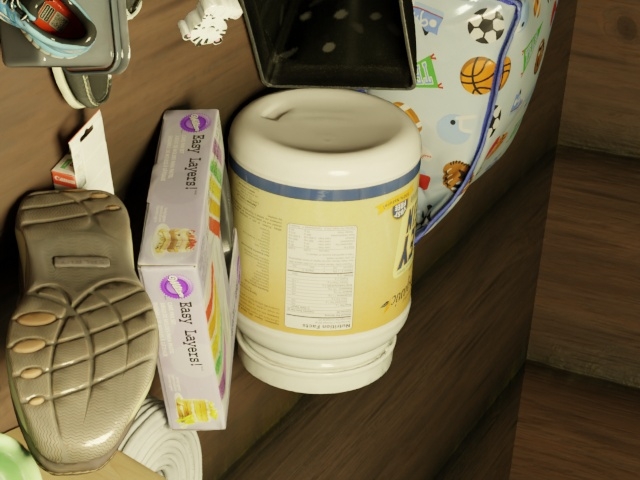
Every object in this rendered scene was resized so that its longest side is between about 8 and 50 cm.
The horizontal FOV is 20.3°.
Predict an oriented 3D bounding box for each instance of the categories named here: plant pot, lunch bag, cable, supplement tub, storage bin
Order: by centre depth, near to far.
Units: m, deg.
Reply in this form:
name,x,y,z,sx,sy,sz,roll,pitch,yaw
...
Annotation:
name,x,y,z,sx,sy,sz,roll,pitch,yaw
storage bin,-0.235,-0.208,1.555,0.091,0.098,0.135,-12,102,-48
cable,-0.215,0.292,1.937,0.257,0.089,0.257,-3,105,-70
plant pot,0.023,-0.299,2.087,0.187,0.188,0.167,75,23,-53
supplement tub,0.000,0.000,2.131,0.228,0.228,0.316,-47,145,-55
lunch bag,0.168,-0.210,2.436,0.328,0.239,0.386,-46,149,-59

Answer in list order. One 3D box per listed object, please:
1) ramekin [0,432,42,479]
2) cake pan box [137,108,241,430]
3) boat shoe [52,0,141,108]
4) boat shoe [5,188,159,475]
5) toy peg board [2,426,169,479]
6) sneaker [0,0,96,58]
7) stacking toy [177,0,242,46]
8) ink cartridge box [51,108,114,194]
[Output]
name,x,y,z,sx,sy,sz,roll,pitch,yaw
ramekin,-0.361,0.284,1.442,0.303,0.148,0.303,14,90,-70
cake pan box,-0.135,0.028,1.907,0.267,0.070,0.246,-87,175,-49
boat shoe,-0.204,-0.225,1.647,0.084,0.079,0.233,-48,148,-58
boat shoe,-0.212,0.093,1.591,0.355,0.132,0.130,-97,-168,-54
toy peg board,-0.248,0.255,1.742,0.079,0.161,0.160,-66,164,17
sneaker,-0.246,-0.205,1.454,0.162,0.073,0.063,29,84,-25
stacking toy,-0.180,-0.252,1.492,0.221,0.167,0.052,5,141,-39
ink cartridge box,-0.233,-0.067,1.742,0.063,0.029,0.115,-55,151,-45
